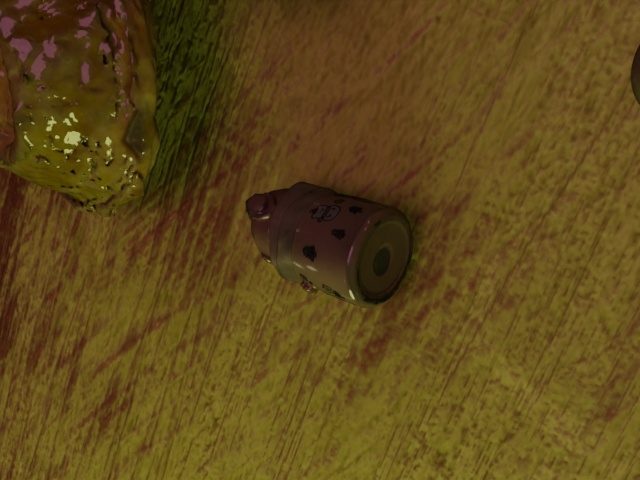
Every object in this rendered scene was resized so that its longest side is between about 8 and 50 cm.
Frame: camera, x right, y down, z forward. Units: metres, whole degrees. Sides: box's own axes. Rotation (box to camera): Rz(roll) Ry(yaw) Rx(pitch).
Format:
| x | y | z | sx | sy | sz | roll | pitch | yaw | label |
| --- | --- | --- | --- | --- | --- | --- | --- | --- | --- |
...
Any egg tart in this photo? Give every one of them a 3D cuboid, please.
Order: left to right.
| x | y | z | sx | sy | sz | roll | pitch | yaw | label |
| --- | --- | --- | --- | --- | --- | --- | --- | --- | --- |
| -0.285 | -0.175 | 0.812 | 0.345 | 0.132 | 0.345 | 30 | 131 | 43 | egg tart |

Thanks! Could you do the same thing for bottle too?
| x | y | z | sx | sy | sz | roll | pitch | yaw | label |
| --- | --- | --- | --- | --- | --- | --- | --- | --- | --- |
| 0.000 | -0.001 | 0.731 | 0.152 | 0.099 | 0.099 | 17 | 105 | 39 | bottle |

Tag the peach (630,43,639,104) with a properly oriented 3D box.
| x | y | z | sx | sy | sz | roll | pitch | yaw | label |
| --- | --- | --- | --- | --- | --- | --- | --- | --- | --- |
| 0.256 | -0.117 | 0.558 | 0.083 | 0.083 | 0.083 | 4 | 98 | 32 | peach |
